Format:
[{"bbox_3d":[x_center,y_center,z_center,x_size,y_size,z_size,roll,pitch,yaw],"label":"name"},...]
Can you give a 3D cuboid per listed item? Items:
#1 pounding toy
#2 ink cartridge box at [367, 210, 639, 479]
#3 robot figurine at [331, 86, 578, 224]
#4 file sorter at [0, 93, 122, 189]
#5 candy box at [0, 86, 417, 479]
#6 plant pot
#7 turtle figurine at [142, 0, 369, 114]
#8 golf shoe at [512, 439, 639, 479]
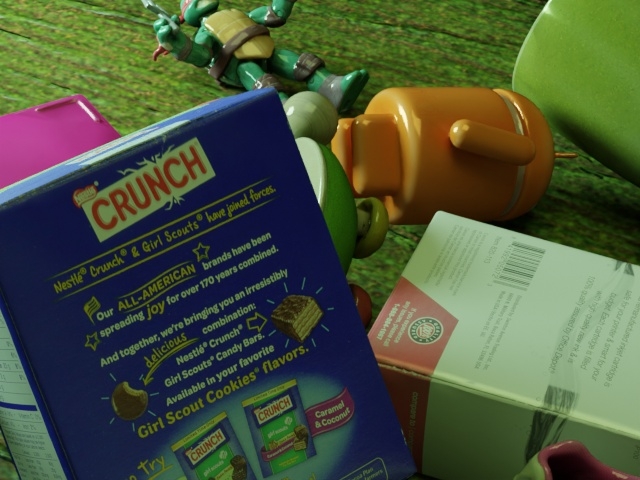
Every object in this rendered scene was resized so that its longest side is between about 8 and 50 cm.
[{"bbox_3d":[0.000,0.000,1.670,0.110,0.183,0.237,20,30,-22],"label":"pounding toy"},{"bbox_3d":[0.190,0.109,1.563,0.283,0.117,0.207,16,40,15],"label":"ink cartridge box"},{"bbox_3d":[0.121,-0.077,1.766,0.219,0.158,0.128,-2,50,-25],"label":"robot figurine"},{"bbox_3d":[-0.274,0.041,1.553,0.290,0.182,0.202,-19,43,-27],"label":"file sorter"},{"bbox_3d":[-0.106,0.081,1.414,0.268,0.317,0.122,-26,12,-32],"label":"candy box"},{"bbox_3d":[0.377,-0.131,1.793,0.274,0.275,0.293,-27,63,-33],"label":"plant pot"},{"bbox_3d":[-0.074,-0.203,1.927,0.234,0.118,0.175,42,65,18],"label":"turtle figurine"},{"bbox_3d":[0.258,0.251,1.380,0.306,0.140,0.115,25,42,22],"label":"golf shoe"}]
